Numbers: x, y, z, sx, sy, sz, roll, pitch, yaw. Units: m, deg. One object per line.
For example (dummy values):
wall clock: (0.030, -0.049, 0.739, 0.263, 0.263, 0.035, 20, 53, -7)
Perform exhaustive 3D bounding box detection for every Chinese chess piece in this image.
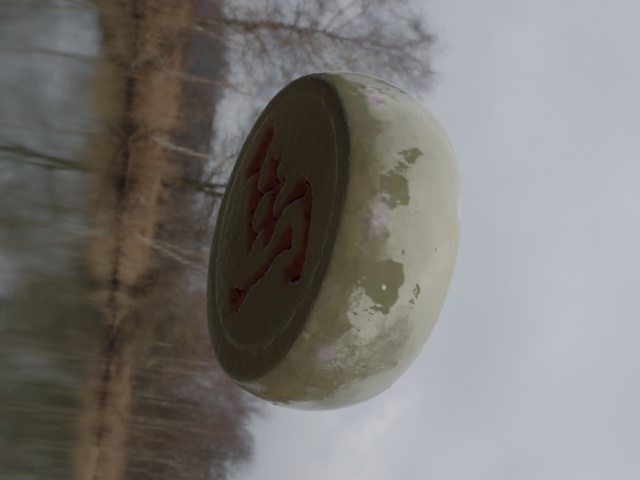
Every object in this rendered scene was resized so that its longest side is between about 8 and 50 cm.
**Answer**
Chinese chess piece: (0.000, 0.000, 0.689, 0.273, 0.102, 0.273, -41, -139, 51)
